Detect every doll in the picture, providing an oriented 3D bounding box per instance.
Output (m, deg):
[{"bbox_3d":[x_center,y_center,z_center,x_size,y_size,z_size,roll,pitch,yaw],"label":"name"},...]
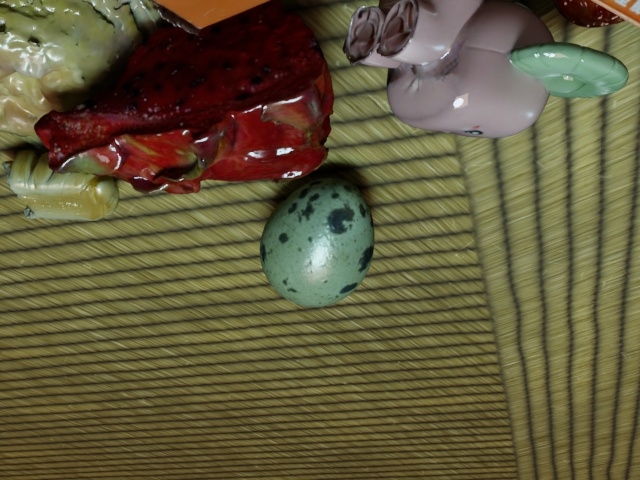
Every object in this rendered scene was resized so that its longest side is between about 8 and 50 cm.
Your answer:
[{"bbox_3d":[0.177,-0.221,0.864,0.268,0.216,0.284,11,-176,-31],"label":"doll"}]

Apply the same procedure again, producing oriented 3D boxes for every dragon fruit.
[{"bbox_3d":[-0.135,-0.100,0.926,0.329,0.228,0.286,-29,147,-12],"label":"dragon fruit"}]

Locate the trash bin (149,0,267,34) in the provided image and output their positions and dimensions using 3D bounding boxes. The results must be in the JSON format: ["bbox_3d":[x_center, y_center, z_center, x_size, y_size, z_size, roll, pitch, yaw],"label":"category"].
[{"bbox_3d":[-0.054,-0.310,0.742,0.239,0.161,0.184,-22,168,21],"label":"trash bin"}]

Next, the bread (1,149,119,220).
[{"bbox_3d":[-0.399,-0.084,1.191,0.177,0.084,0.119,5,146,-3],"label":"bread"}]

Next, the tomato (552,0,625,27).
[{"bbox_3d":[0.306,-0.318,0.799,0.174,0.082,0.166,-34,126,30],"label":"tomato"}]

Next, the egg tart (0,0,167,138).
[{"bbox_3d":[-0.359,-0.229,0.938,0.352,0.150,0.352,2,148,1],"label":"egg tart"}]

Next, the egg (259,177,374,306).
[{"bbox_3d":[0.000,0.000,1.199,0.177,0.177,0.228,15,130,-15],"label":"egg"}]

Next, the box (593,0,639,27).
[{"bbox_3d":[0.285,-0.339,0.556,0.349,0.257,0.318,22,125,-19],"label":"box"}]
